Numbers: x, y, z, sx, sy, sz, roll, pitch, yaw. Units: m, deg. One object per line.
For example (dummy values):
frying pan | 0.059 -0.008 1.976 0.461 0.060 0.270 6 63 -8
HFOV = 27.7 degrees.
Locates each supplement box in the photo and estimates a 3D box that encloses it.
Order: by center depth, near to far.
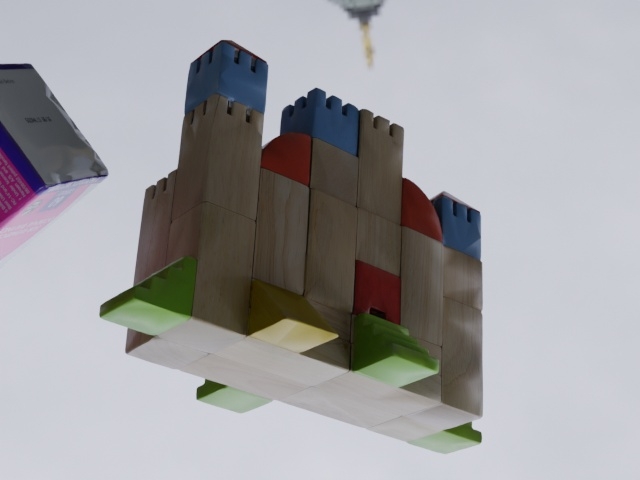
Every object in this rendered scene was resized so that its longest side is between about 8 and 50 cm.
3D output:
supplement box | -0.288 -0.023 0.976 0.220 0.114 0.111 -37 178 17

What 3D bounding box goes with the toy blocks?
toy blocks | 0.000 0.000 1.077 0.190 0.381 0.261 -28 -130 46
